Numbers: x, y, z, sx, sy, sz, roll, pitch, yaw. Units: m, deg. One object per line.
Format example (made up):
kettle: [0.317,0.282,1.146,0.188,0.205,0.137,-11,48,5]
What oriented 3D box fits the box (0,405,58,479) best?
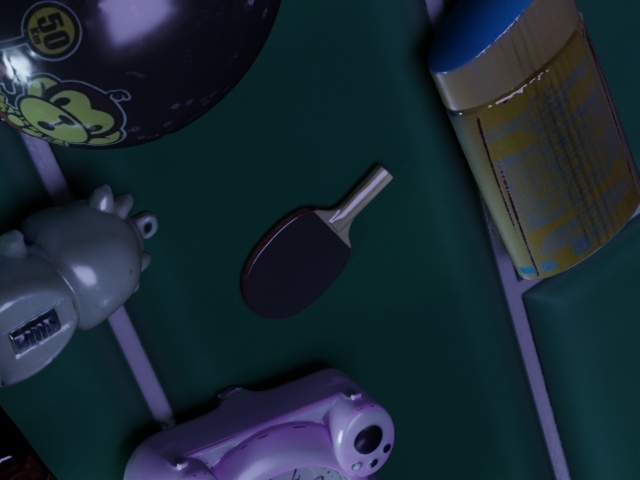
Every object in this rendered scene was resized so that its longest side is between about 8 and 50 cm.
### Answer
box: [-0.294,0.206,1.189,0.264,0.116,0.415,-37,168,-11]

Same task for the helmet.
helmet: [-0.115,-0.171,1.207,0.279,0.160,0.230,-40,131,-8]

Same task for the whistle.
whistle: [-0.216,0.042,1.305,0.244,0.092,0.110,-33,135,-21]

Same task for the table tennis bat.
table tennis bat: [0.000,0.000,1.494,0.156,0.013,0.087,-46,133,-3]

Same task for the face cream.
face cream: [0.177,-0.100,1.525,0.139,0.067,0.285,-39,133,-12]

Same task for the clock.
clock: [-0.050,0.240,1.553,0.227,0.090,0.248,-19,128,-26]
